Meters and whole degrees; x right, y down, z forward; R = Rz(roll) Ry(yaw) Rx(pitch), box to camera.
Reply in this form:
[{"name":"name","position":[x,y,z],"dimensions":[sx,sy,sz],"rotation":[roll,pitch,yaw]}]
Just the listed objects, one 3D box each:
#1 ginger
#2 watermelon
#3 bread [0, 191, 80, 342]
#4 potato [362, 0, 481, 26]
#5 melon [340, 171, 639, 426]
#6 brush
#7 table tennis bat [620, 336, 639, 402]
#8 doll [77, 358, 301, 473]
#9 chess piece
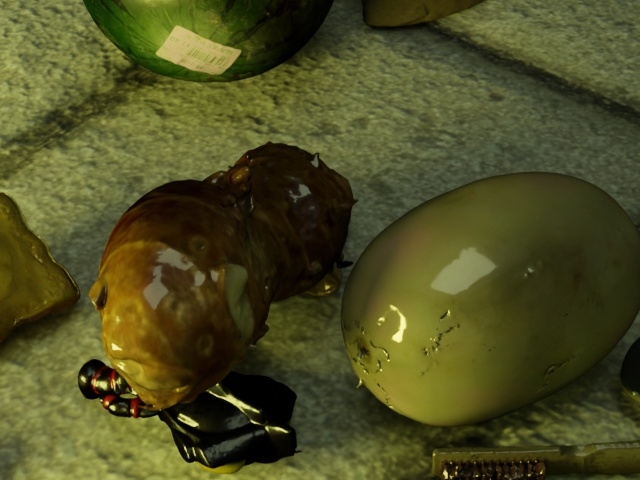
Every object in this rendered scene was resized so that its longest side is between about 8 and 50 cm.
[{"name":"ginger","position":[-0.086,0.012,1.303],"dimensions":[0.254,0.176,0.418],"rotation":[-23,11,12]},{"name":"watermelon","position":[-0.140,-0.370,1.689],"dimensions":[0.363,0.363,0.363],"rotation":[-1,44,1]},{"name":"bread","position":[-0.385,0.056,1.408],"dimensions":[0.233,0.088,0.161],"rotation":[-25,65,-40]},{"name":"potato","position":[0.174,-0.424,1.825],"dimensions":[0.264,0.211,0.189],"rotation":[-3,42,-7]},{"name":"melon","position":[0.165,0.055,1.308],"dimensions":[0.317,0.223,0.223],"rotation":[-24,48,-22]},{"name":"brush","position":[0.229,0.214,1.272],"dimensions":[0.248,0.043,0.036],"rotation":[-1,51,0]},{"name":"table tennis bat","position":[0.354,0.150,1.306],"dimensions":[0.138,0.022,0.246],"rotation":[12,31,19]},{"name":"doll","position":[-0.118,0.159,1.319],"dimensions":[0.249,0.088,0.127],"rotation":[16,66,30]},{"name":"chess piece","position":[0.000,0.000,1.488],"dimensions":[0.066,0.066,0.122],"rotation":[1,47,4]}]
